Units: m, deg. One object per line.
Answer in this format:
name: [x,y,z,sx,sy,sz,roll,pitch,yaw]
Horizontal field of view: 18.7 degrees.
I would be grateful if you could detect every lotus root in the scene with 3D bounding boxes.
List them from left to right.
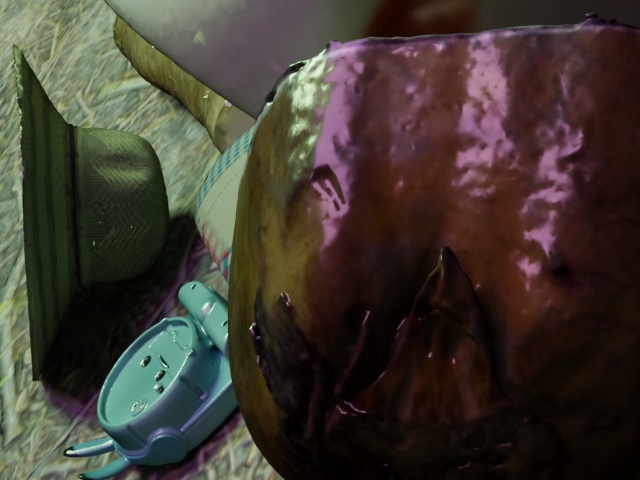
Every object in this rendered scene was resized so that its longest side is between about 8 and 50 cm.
lotus root: [0.077,0.029,0.911,0.272,0.272,0.192,-23,46,38]

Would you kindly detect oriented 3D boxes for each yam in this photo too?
yam: [-0.092,-0.132,1.514,0.081,0.081,0.357,-46,26,2]

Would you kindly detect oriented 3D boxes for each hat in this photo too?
hat: [-0.166,-0.025,1.428,0.110,0.252,0.252,-3,31,-8]

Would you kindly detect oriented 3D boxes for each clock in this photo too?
clock: [-0.103,0.101,1.260,0.147,0.045,0.108,-48,26,-1]

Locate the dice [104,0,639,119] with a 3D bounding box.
dice: [0.056,-0.205,1.109,0.304,0.277,0.304,-57,36,10]

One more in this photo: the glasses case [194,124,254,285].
glasses case: [0.000,0.000,1.210,0.125,0.076,0.327,-43,27,3]
